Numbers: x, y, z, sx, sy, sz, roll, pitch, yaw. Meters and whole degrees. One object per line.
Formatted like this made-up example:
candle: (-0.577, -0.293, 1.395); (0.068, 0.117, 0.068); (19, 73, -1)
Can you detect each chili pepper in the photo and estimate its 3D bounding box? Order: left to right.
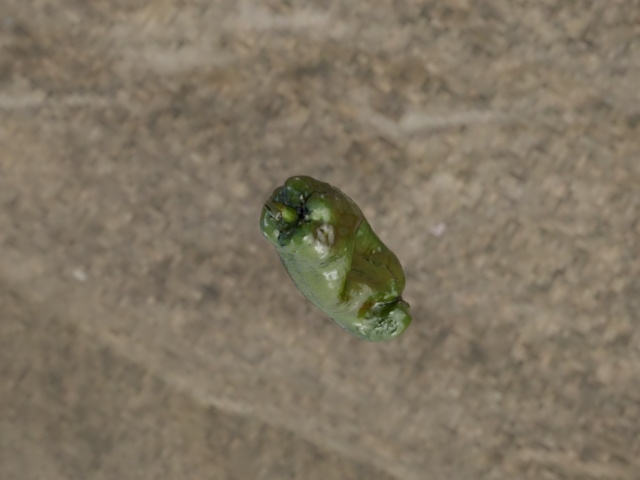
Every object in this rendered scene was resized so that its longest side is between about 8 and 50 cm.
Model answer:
chili pepper: (0.002, -0.001, 1.302); (0.073, 0.072, 0.204); (17, 159, 35)
